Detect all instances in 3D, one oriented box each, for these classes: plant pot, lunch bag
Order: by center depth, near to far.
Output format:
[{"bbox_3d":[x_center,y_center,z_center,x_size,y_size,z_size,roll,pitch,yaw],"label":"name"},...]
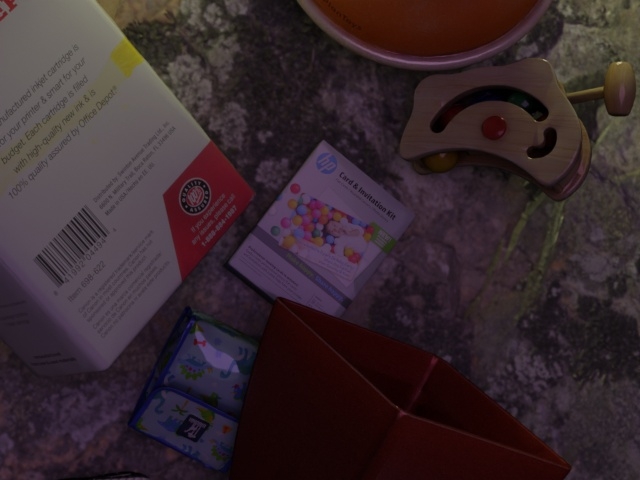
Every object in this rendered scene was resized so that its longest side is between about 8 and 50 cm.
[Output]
[{"bbox_3d":[0.055,0.250,1.768,0.267,0.267,0.236,22,101,-38],"label":"plant pot"},{"bbox_3d":[-0.128,0.171,1.842,0.128,0.096,0.151,28,94,-11],"label":"lunch bag"}]

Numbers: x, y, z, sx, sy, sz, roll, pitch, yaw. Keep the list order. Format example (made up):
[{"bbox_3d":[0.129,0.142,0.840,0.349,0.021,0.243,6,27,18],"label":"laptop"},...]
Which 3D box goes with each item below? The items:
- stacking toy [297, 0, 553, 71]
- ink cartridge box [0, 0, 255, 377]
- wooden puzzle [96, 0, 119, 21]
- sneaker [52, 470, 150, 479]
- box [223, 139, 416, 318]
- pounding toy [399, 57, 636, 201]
[{"bbox_3d":[0.138,-0.410,1.739,0.350,0.480,0.351,1,77,-5],"label":"stacking toy"},{"bbox_3d":[-0.299,-0.089,1.711,0.385,0.160,0.279,51,58,-19],"label":"ink cartridge box"},{"bbox_3d":[-0.375,-0.392,1.848,0.347,0.080,0.322,16,82,-15],"label":"wooden puzzle"},{"bbox_3d":[-0.266,0.300,1.811,0.162,0.063,0.073,-5,89,-13],"label":"sneaker"},{"bbox_3d":[0.000,0.000,1.911,0.145,0.038,0.186,39,77,-7],"label":"box"},{"bbox_3d":[0.240,-0.115,1.922,0.269,0.155,0.154,-8,74,17],"label":"pounding toy"}]
